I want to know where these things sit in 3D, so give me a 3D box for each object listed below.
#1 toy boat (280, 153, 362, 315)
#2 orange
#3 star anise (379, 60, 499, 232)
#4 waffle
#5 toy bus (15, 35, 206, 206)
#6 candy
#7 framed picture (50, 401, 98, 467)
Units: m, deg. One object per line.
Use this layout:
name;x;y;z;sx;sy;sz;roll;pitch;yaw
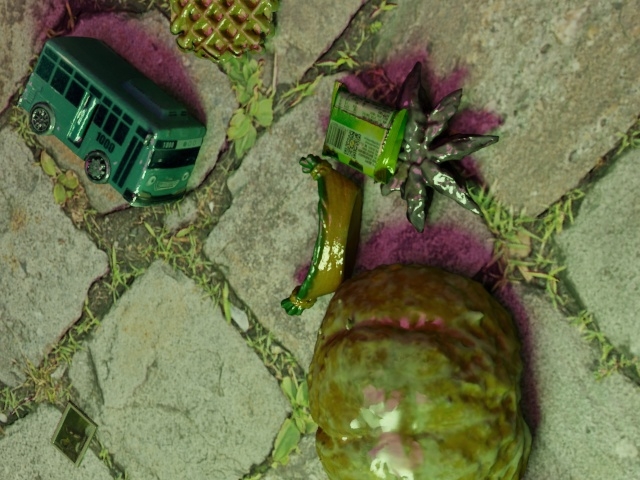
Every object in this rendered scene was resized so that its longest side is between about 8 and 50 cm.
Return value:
toy boat;0.000;0.000;1.608;0.088;0.089;0.229;12;110;15
orange;0.113;0.213;1.515;0.271;0.210;0.368;-7;94;22
star anise;0.133;-0.107;1.522;0.181;0.061;0.204;24;111;26
waffle;-0.131;-0.330;1.655;0.169;0.036;0.183;8;103;27
toy bus;-0.288;-0.170;1.730;0.256;0.128;0.147;39;115;21
candy;0.051;-0.135;1.544;0.178;0.032;0.102;31;108;58
framed picture;-0.391;0.308;1.957;0.066;0.007;0.089;38;116;20
